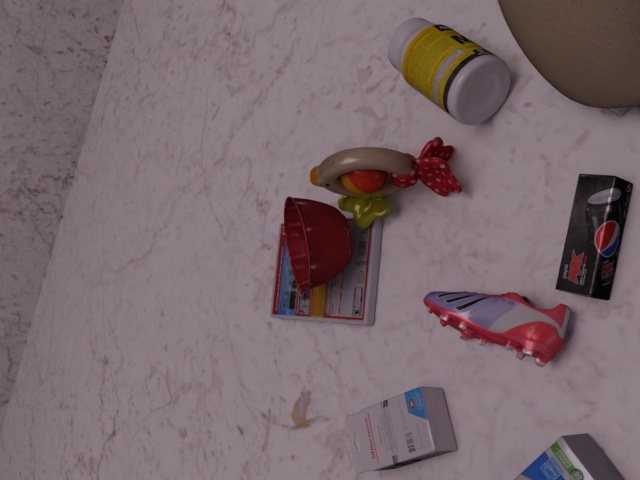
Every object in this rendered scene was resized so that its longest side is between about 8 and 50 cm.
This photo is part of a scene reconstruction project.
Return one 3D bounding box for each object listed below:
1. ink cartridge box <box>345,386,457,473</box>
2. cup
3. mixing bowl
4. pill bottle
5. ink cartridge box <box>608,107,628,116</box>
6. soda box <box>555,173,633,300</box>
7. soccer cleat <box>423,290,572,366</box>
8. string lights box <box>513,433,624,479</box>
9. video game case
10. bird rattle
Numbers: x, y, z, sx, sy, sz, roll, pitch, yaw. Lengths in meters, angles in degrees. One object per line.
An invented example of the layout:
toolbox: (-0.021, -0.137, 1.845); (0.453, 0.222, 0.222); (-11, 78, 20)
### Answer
ink cartridge box: (0.130, 0.319, 1.207); (0.180, 0.060, 0.104); (-32, 59, 40)
cup: (0.349, -0.364, 0.919); (0.331, 0.237, 0.330); (-23, 60, 46)
mixing bowl: (0.000, 0.000, 1.341); (0.181, 0.098, 0.181); (170, 90, -76)
pill bottle: (0.209, -0.291, 1.219); (0.208, 0.119, 0.119); (49, 117, 42)
ink cartridge box: (0.449, -0.284, 0.999); (0.207, 0.046, 0.097); (-51, 45, 27)
soda box: (0.380, -0.005, 1.007); (0.060, 0.053, 0.168); (11, 90, 49)
soccer cleat: (0.264, 0.112, 1.105); (0.248, 0.083, 0.095); (19, 71, 52)
string lights box: (0.300, 0.396, 0.983); (0.259, 0.077, 0.133); (-54, 47, 25)
video game case: (0.005, 0.060, 1.439); (0.285, 0.025, 0.203); (-2, 79, 48)
bird rattle: (0.102, -0.105, 1.238); (0.254, 0.207, 0.143); (-7, 77, 52)
